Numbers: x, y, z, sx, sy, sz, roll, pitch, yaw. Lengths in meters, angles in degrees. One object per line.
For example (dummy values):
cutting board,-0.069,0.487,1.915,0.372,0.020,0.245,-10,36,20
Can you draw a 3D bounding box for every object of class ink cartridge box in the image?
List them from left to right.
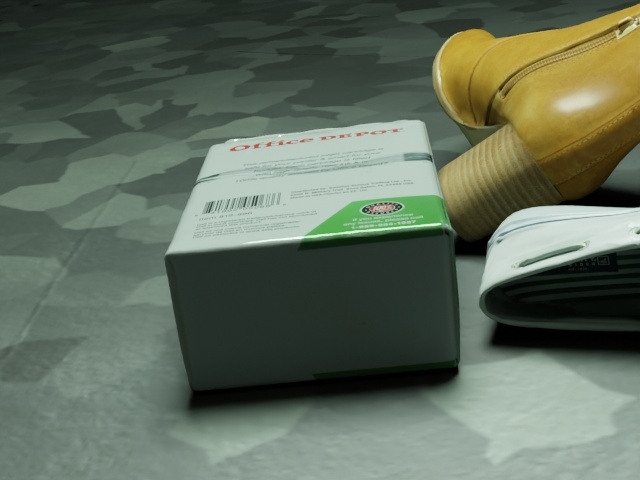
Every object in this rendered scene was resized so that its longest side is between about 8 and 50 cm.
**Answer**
ink cartridge box,0.000,0.000,0.700,0.153,0.087,0.208,-6,21,5

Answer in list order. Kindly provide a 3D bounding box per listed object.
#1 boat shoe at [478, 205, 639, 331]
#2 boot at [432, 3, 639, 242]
boat shoe,0.194,0.020,0.618,0.226,0.083,0.076,-9,29,30
boot,0.190,-0.122,0.834,0.211,0.104,0.295,-31,22,24
